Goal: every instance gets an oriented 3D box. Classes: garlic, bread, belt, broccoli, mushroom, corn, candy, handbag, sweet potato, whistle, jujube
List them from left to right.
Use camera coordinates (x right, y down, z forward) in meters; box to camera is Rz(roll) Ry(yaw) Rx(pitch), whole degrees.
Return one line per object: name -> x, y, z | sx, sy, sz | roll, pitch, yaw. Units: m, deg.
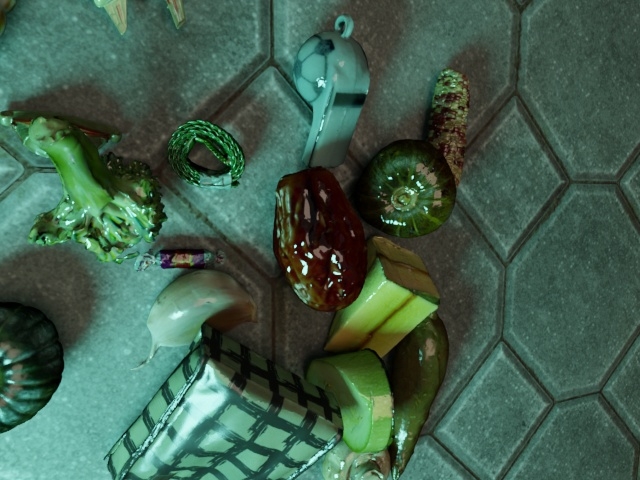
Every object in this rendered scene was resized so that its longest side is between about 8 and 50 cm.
broccoli -> -0.384, -0.076, 0.699 | 0.198, 0.275, 0.177 | -27, 68, 6
candy -> -0.269, 0.038, 0.867 | 0.174, 0.043, 0.045 | 1, 99, -27
garlic -> -0.261, 0.143, 0.864 | 0.266, 0.128, 0.149 | -19, 92, -9
belt -> -0.213, -0.160, 0.853 | 0.151, 0.079, 0.121 | 28, 95, -12
handbag -> -0.179, 0.370, 0.854 | 0.325, 0.162, 0.327 | 36, 98, -20
jujube -> 0.000, 0.000, 0.898 | 0.197, 0.197, 0.291 | -19, 102, -20
whistle -> 0.012, -0.308, 0.907 | 0.163, 0.164, 0.290 | 1, 131, -23
mushroom -> 0.085, 0.524, 1.028 | 0.166, 0.127, 0.167 | 0, 90, -19
bread -> 0.123, 0.143, 1.047 | 0.167, 0.163, 0.264 | 26, 120, -25
sweet potato -> 0.223, 0.359, 1.071 | 0.130, 0.130, 0.423 | 9, 96, -24
corn -> 0.297, -0.258, 1.046 | 0.098, 0.098, 0.290 | 8, 91, -24

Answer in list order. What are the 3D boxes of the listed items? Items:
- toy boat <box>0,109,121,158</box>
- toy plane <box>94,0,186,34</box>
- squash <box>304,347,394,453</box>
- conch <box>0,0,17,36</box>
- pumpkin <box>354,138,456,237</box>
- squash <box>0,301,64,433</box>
toy boat -> -0.439, -0.178, 0.754 | 0.184, 0.071, 0.089 | 5, 136, -23
toy plane -> -0.306, -0.490, 0.756 | 0.242, 0.104, 0.256 | 39, 81, -19
squash -> 0.067, 0.346, 0.948 | 0.133, 0.220, 0.221 | -3, 97, -26
conch -> -0.560, -0.332, 0.641 | 0.274, 0.183, 0.149 | -22, 70, -21
pumpkin -> 0.192, -0.111, 0.977 | 0.218, 0.162, 0.219 | 2, 101, 12
squash -> -0.525, 0.202, 0.706 | 0.217, 0.172, 0.218 | 1, 72, -2
